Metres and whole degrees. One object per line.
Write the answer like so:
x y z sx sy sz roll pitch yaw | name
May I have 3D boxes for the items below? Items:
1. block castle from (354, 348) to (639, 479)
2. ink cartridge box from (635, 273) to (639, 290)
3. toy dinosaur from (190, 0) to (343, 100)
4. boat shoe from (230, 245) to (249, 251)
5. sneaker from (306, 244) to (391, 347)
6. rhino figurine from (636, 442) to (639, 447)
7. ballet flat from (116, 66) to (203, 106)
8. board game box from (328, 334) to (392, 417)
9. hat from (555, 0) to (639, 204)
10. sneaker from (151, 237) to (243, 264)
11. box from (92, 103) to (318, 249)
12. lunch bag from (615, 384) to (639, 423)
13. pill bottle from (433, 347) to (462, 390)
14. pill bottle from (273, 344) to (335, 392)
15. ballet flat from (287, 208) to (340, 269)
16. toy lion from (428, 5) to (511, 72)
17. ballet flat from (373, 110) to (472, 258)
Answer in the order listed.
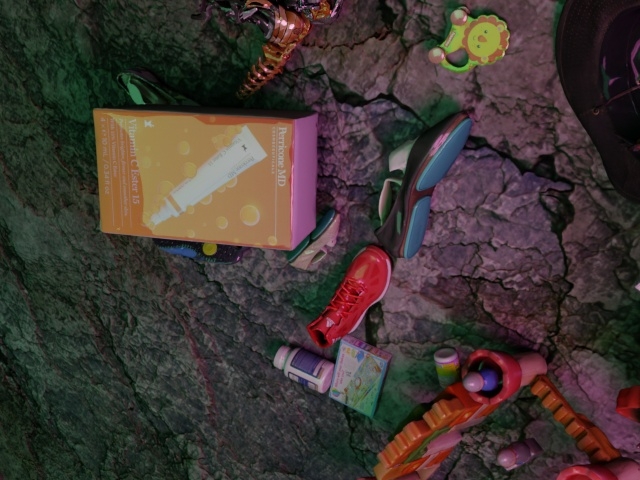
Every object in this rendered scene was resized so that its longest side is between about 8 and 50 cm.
0.250 0.412 1.021 0.303 0.213 0.453 55 126 34 | block castle
0.503 0.028 0.770 0.154 0.212 0.093 40 139 7 | ink cartridge box
-0.081 -0.374 0.980 0.218 0.164 0.321 26 102 -1 | toy dinosaur
-0.211 -0.088 1.224 0.095 0.079 0.254 -30 95 37 | boat shoe
0.050 0.118 1.136 0.087 0.128 0.221 30 124 15 | sneaker
0.606 0.333 0.923 0.243 0.106 0.073 7 115 28 | rhino figurine
-0.304 -0.259 1.198 0.221 0.079 0.077 36 125 11 | ballet flat
0.079 0.275 1.257 0.104 0.026 0.154 22 122 20 | board game box
0.430 -0.198 0.741 0.134 0.331 0.331 -21 104 -4 | hat
-0.248 0.008 1.306 0.209 0.082 0.069 11 82 19 | sneaker
-0.189 -0.119 1.074 0.346 0.168 0.214 5 106 12 | box
0.515 0.235 0.785 0.258 0.120 0.293 8 160 29 | lunch bag
0.236 0.242 1.138 0.043 0.043 0.083 -4 111 32 | pill bottle
-0.034 0.263 1.293 0.120 0.067 0.067 21 121 21 | pill bottle
0.000 0.000 1.168 0.052 0.057 0.168 30 133 -19 | ballet flat
0.222 -0.288 0.908 0.096 0.034 0.100 34 126 4 | toy lion
0.148 -0.095 1.006 0.096 0.095 0.280 37 127 26 | ballet flat
